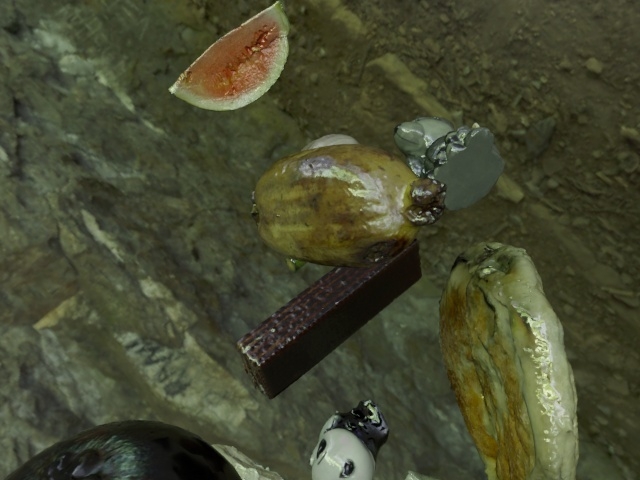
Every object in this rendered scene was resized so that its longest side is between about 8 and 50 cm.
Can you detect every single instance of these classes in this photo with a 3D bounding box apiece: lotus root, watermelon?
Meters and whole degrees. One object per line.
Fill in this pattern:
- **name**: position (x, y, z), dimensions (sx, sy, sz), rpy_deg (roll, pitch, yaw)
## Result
- **lotus root**: position (0.027, -0.041, 0.664), dimensions (0.260, 0.128, 0.145), rpy_deg (-2, 110, 34)
- **watermelon**: position (-0.173, -0.372, 1.251), dimensions (0.128, 0.303, 0.159), rpy_deg (53, -179, 0)

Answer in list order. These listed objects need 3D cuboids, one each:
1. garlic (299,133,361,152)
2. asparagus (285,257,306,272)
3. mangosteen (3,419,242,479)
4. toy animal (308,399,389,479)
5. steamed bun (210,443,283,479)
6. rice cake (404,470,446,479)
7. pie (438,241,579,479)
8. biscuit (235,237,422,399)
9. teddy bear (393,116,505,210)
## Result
- **garlic**: position (0.043, -0.144, 1.520), dimensions (0.317, 0.259, 0.317), rpy_deg (39, -170, -8)
- **asparagus**: position (0.000, 0.000, 1.189), dimensions (0.041, 0.178, 0.045), rpy_deg (23, 143, 50)
- **mangosteen**: position (-0.184, 0.327, 0.503), dimensions (0.300, 0.300, 0.300), rpy_deg (47, 174, 6)
- **toy animal**: position (0.048, 0.426, 1.119), dimensions (0.138, 0.166, 0.179), rpy_deg (13, -158, 19)
- **steamed bun**: position (-0.269, 0.739, 1.522), dimensions (0.333, 0.312, 0.233), rpy_deg (16, 166, 16)
- **rice cake**: position (0.222, 0.361, 0.734), dimensions (0.256, 0.057, 0.052), rpy_deg (20, 146, -13)
- **pie**: position (0.212, 0.156, 0.655), dimensions (0.339, 0.077, 0.339), rpy_deg (171, 90, -86)
- **biscuit**: position (0.030, 0.117, 0.994), dimensions (0.073, 0.388, 0.107), rpy_deg (34, 150, 39)
- **teddy bear**: position (0.195, -0.140, 1.003), dimensions (0.144, 0.171, 0.251), rpy_deg (18, -166, -27)
